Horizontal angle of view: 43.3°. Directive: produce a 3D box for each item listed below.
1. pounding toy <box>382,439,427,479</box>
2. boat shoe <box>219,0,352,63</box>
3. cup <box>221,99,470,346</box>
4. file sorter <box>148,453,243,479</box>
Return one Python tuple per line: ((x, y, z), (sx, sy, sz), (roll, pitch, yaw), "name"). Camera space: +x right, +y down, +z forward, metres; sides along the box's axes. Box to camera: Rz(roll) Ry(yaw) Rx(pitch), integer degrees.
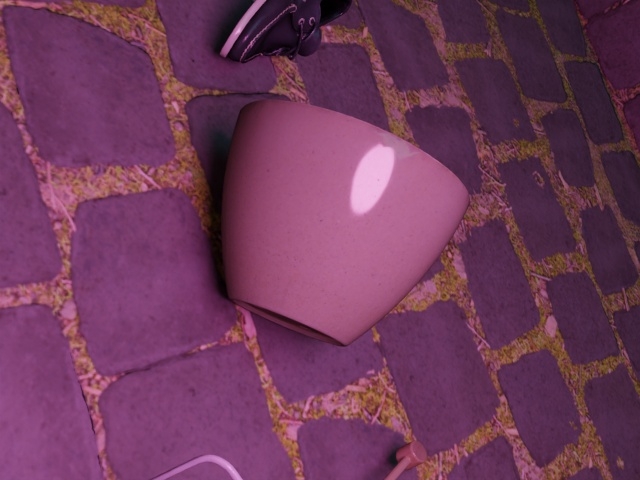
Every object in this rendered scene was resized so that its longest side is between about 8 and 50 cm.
((0.115, 0.388, 1.113), (0.181, 0.094, 0.206), (25, 45, -28), "pounding toy")
((-0.041, -0.351, 1.297), (0.113, 0.127, 0.340), (42, 36, -5), "boat shoe")
((0.000, 0.000, 1.063), (0.331, 0.331, 0.237), (29, 78, -31), "cup")
((-0.151, 0.358, 0.738), (0.193, 0.173, 0.278), (57, 21, -8), "file sorter")
